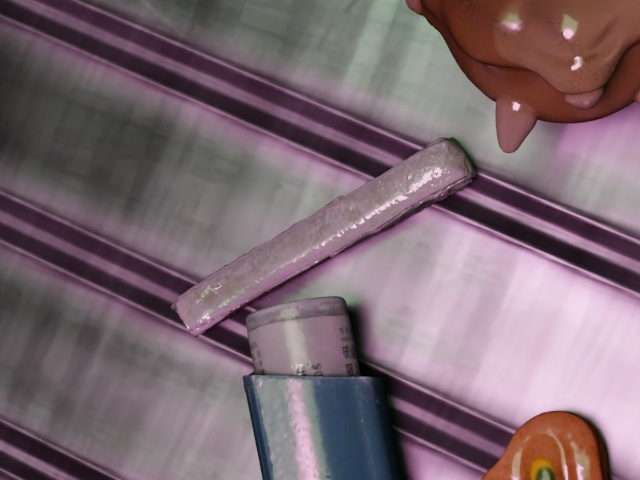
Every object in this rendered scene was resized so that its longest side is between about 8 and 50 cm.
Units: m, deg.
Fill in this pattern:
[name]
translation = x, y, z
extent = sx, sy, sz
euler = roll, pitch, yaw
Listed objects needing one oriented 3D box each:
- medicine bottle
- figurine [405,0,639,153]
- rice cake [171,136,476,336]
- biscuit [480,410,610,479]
[medicine bottle]
translation = -0.007, 0.166, 1.151
extent = 0.124, 0.079, 0.258
euler = -10, 83, 16
[figurine]
translation = 0.128, -0.171, 1.099
extent = 0.177, 0.173, 0.247
euler = -24, 52, -7
[rice cake]
translation = 0.000, 0.000, 1.184
extent = 0.208, 0.033, 0.033
euler = -30, 80, 12
[biscuit]
translation = 0.191, 0.255, 1.106
extent = 0.202, 0.047, 0.334
euler = -4, 86, 16
